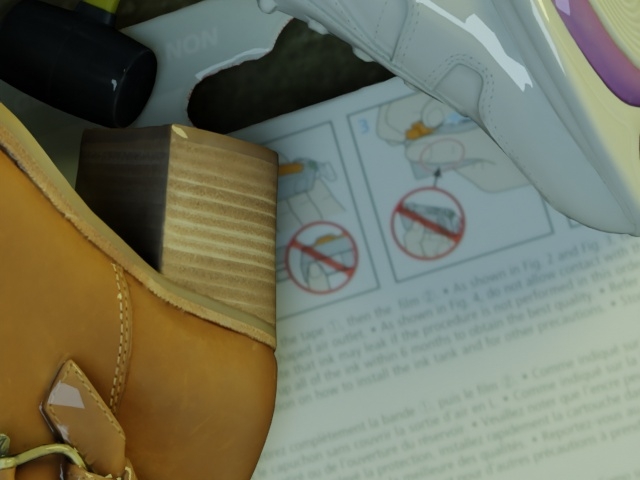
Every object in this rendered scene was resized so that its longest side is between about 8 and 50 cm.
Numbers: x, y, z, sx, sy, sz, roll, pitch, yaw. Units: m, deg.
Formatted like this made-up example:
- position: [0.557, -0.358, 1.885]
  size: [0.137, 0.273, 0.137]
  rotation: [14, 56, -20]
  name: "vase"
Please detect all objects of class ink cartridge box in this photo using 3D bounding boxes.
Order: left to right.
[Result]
- position: [0.048, 0.075, 0.668]
  size: [0.308, 0.091, 0.385]
  rotation: [-18, 77, 7]
  name: "ink cartridge box"

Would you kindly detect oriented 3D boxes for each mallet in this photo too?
- position: [-0.079, -0.142, 0.659]
  size: [0.062, 0.039, 0.190]
  rotation: [16, 91, 14]
  name: "mallet"

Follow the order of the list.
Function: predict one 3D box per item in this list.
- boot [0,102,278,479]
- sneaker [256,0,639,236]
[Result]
- position: [-0.140, 0.056, 0.550]
  size: [0.109, 0.283, 0.220]
  rotation: [0, 81, 50]
  name: "boot"
- position: [0.021, -0.122, 0.600]
  size: [0.152, 0.114, 0.305]
  rotation: [-30, 101, 40]
  name: "sneaker"
